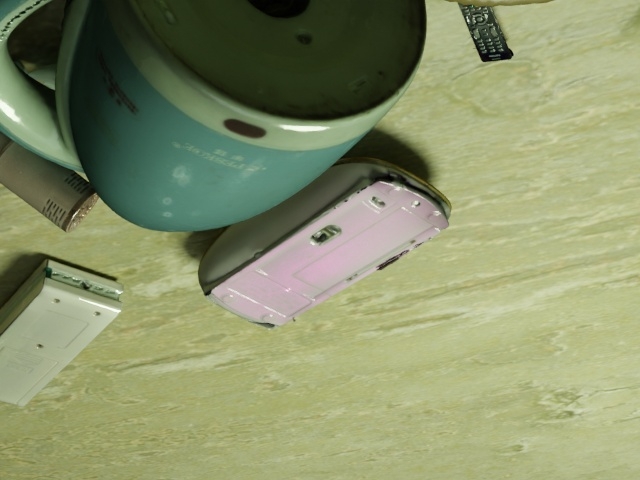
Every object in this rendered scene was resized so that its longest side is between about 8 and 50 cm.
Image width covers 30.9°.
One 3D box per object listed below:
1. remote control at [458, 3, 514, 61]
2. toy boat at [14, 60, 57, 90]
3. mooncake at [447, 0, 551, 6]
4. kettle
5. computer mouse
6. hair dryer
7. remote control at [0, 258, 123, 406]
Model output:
[{"bbox_3d":[0.150,-0.198,1.065,0.034,0.016,0.091,-1,148,26],"label":"remote control"},{"bbox_3d":[-0.242,-0.144,1.094,0.149,0.034,0.105,-26,141,30],"label":"toy boat"},{"bbox_3d":[0.134,-0.307,0.789,0.284,0.155,0.284,-5,140,-4],"label":"mooncake"},{"bbox_3d":[-0.131,-0.137,0.960,0.319,0.247,0.342,20,150,-19],"label":"kettle"},{"bbox_3d":[0.000,0.000,1.284,0.158,0.072,0.310,29,133,-35],"label":"computer mouse"},{"bbox_3d":[-0.301,-0.078,1.163,0.195,0.054,0.220,38,174,0],"label":"hair dryer"},{"bbox_3d":[-0.356,0.118,1.440,0.103,0.055,0.277,21,137,-30],"label":"remote control"}]
